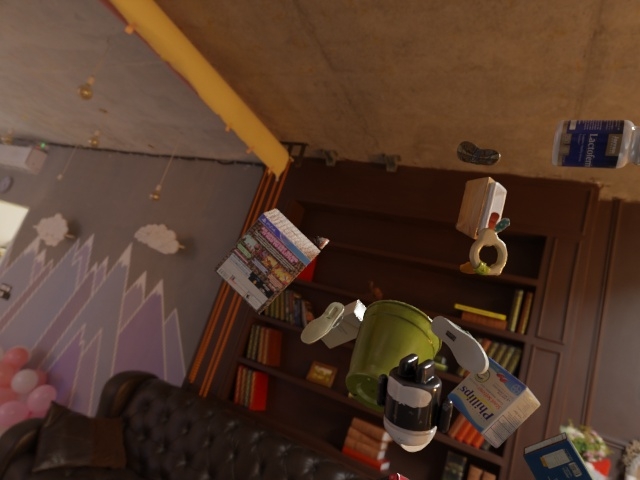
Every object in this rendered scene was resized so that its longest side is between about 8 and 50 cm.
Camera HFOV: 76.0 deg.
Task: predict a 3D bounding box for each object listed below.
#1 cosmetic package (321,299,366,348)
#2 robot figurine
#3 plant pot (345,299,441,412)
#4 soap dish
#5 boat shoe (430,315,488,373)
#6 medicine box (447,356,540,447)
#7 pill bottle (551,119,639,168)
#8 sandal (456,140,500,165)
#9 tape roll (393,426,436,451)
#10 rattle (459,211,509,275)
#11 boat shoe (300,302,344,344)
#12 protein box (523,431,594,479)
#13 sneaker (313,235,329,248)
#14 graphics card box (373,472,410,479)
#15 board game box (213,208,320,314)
[{"bbox_3d":[0.130,0.470,2.283,0.309,0.113,0.160,-33,-76,35],"label":"cosmetic package"},{"bbox_3d":[0.297,0.514,1.321,0.174,0.278,0.209,5,6,-14],"label":"robot figurine"},{"bbox_3d":[0.281,0.507,1.725,0.367,0.353,0.366,18,-47,21],"label":"plant pot"},{"bbox_3d":[0.632,-0.120,1.606,0.118,0.228,0.291,14,7,30],"label":"soap dish"},{"bbox_3d":[0.401,0.290,1.149,0.070,0.077,0.219,24,16,-29],"label":"boat shoe"},{"bbox_3d":[0.799,0.746,1.908,0.149,0.289,0.263,47,-2,-24],"label":"medicine box"},{"bbox_3d":[0.904,-0.310,1.318,0.265,0.153,0.153,9,-16,31],"label":"pill bottle"},{"bbox_3d":[0.556,-0.298,1.441,0.049,0.072,0.180,15,12,-40],"label":"sandal"},{"bbox_3d":[0.516,1.015,2.283,0.286,0.286,0.100,24,-6,-27],"label":"tape roll"},{"bbox_3d":[0.537,0.013,1.346,0.130,0.199,0.143,2,-2,6],"label":"rattle"},{"bbox_3d":[0.013,0.341,1.611,0.084,0.233,0.079,28,-46,28],"label":"boat shoe"},{"bbox_3d":[1.022,0.975,1.760,0.201,0.199,0.136,-33,-23,19],"label":"protein box"},{"bbox_3d":[0.000,0.000,1.986,0.065,0.061,0.158,43,-2,-1],"label":"sneaker"},{"bbox_3d":[0.240,1.083,1.684,0.371,0.094,0.233,-34,-60,28],"label":"graphics card box"},{"bbox_3d":[-0.191,0.072,1.473,0.232,0.291,0.141,45,17,0],"label":"board game box"}]
